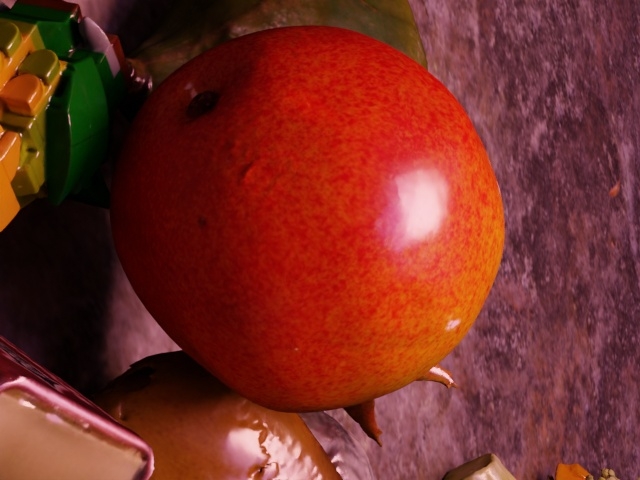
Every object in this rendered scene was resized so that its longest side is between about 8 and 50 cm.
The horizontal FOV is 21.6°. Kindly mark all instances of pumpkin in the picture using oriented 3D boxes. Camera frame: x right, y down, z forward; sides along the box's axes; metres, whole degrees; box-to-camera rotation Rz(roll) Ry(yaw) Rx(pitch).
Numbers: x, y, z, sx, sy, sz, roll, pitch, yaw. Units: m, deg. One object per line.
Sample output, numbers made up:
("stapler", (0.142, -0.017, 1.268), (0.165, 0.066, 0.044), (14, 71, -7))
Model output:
("pumpkin", (0.243, 0.276, 1.691), (0.083, 0.054, 0.074), (87, 22, -47))

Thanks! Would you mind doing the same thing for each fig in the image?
("fig", (-0.045, -0.110, 1.108), (0.244, 0.195, 0.195), (-4, 88, -29))

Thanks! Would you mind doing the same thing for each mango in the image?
("mango", (-0.059, 0.178, 1.025), (0.249, 0.151, 0.156), (57, 14, -24))

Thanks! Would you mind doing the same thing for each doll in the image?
("doll", (-0.175, -0.053, 0.897), (0.186, 0.106, 0.134), (-40, 140, -58))

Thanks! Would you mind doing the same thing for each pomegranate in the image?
("pomegranate", (0.000, 0.000, 0.956), (0.257, 0.220, 0.221), (66, 33, -36))

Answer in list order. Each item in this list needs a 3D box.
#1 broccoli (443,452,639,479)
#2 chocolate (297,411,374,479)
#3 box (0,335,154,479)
("broccoli", (0.197, 0.298, 1.472), (0.247, 0.263, 0.243), (-41, 94, -23))
("chocolate", (-0.001, 0.221, 1.184), (0.110, 0.110, 0.248), (-48, 130, -55))
("box", (-0.184, 0.052, 0.736), (0.069, 0.224, 0.120), (-56, 142, -5))
